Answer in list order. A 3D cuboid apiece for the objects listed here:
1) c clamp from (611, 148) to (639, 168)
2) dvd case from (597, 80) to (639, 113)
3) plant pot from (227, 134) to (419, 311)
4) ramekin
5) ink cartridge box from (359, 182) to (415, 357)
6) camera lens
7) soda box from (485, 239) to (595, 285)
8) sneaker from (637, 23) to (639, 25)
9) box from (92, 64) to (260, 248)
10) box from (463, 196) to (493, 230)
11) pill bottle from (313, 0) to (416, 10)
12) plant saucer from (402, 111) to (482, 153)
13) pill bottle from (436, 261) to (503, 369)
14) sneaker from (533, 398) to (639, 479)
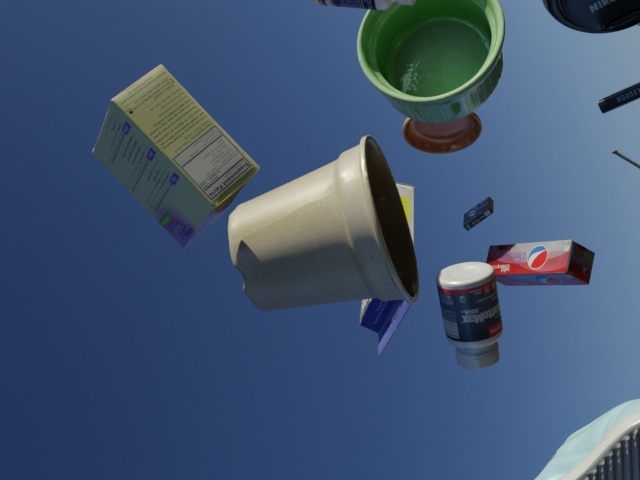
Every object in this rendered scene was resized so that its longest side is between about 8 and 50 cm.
[{"bbox_3d":[0.519,-0.149,1.220,0.137,0.161,0.022,37,-177,-6],"label":"c clamp"},{"bbox_3d":[0.625,-0.294,1.530,0.238,0.179,0.030,-26,-88,-44],"label":"dvd case"},{"bbox_3d":[0.000,0.000,1.673,0.334,0.305,0.334,-16,-90,-75],"label":"plant pot"},{"bbox_3d":[0.241,-0.395,1.792,0.148,0.303,0.303,43,-143,-65],"label":"ramekin"},{"bbox_3d":[0.157,0.075,2.045,0.072,0.303,0.307,12,-127,-6],"label":"ink cartridge box"},{"bbox_3d":[0.505,-0.527,1.523,0.219,0.219,0.274,37,-129,-44],"label":"camera lens"},{"bbox_3d":[0.520,0.057,2.057,0.092,0.263,0.083,23,-106,-31],"label":"soda box"},{"bbox_3d":[0.721,-0.520,1.839,0.217,0.079,0.121,15,-111,-42],"label":"sneaker"},{"bbox_3d":[-0.255,-0.139,1.478,0.243,0.213,0.117,47,-120,-1],"label":"box"},{"bbox_3d":[0.397,-0.068,2.152,0.018,0.083,0.067,45,-151,-15],"label":"box"},{"bbox_3d":[0.075,-0.430,1.414,0.094,0.169,0.094,10,-90,-75],"label":"pill bottle"},{"bbox_3d":[0.307,-0.288,2.161,0.200,0.200,0.037,34,-132,-46],"label":"plant saucer"},{"bbox_3d":[0.280,0.140,1.580,0.108,0.108,0.180,-42,-56,-58],"label":"pill bottle"},{"bbox_3d":[0.360,0.361,1.206,0.135,0.366,0.150,50,-166,2],"label":"sneaker"}]
